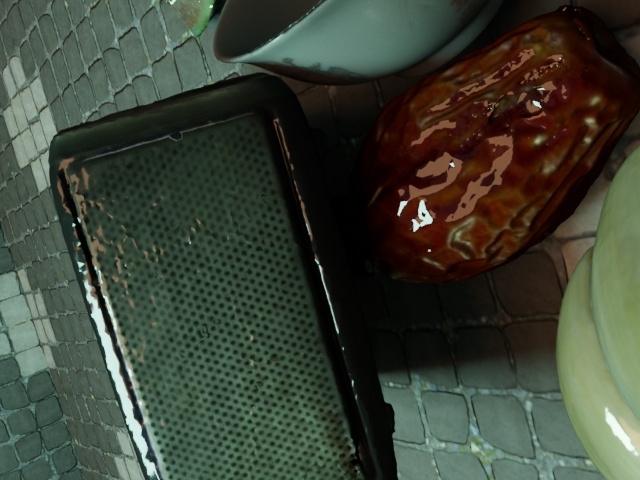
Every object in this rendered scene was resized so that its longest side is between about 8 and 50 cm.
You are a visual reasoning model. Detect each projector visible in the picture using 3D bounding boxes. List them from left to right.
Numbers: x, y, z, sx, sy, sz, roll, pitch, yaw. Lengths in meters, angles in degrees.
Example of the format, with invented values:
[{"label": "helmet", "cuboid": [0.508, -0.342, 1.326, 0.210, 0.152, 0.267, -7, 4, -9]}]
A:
[{"label": "projector", "cuboid": [-0.075, 0.060, 0.718, 0.395, 0.241, 0.406, -118, 12, -84]}]

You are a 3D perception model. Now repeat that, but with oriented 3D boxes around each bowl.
[{"label": "bowl", "cuboid": [0.068, -0.251, 0.587, 0.157, 0.346, 0.345, 37, 152, -30]}]

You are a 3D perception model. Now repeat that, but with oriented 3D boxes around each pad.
[{"label": "pad", "cuboid": [0.000, 0.000, 0.924, 0.193, 0.004, 0.116, -6, 100, 50]}]

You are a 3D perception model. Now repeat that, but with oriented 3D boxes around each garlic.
[{"label": "garlic", "cuboid": [0.302, 0.086, 0.486, 0.249, 0.286, 0.313, -41, 75, 2]}]

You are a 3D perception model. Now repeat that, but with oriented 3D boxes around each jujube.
[{"label": "jujube", "cuboid": [0.142, -0.074, 0.588, 0.290, 0.197, 0.197, -43, 72, 37]}]

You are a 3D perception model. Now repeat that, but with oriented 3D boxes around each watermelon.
[{"label": "watermelon", "cuboid": [-0.205, -0.393, 0.940, 0.231, 0.128, 0.146, 53, 166, 40]}]
